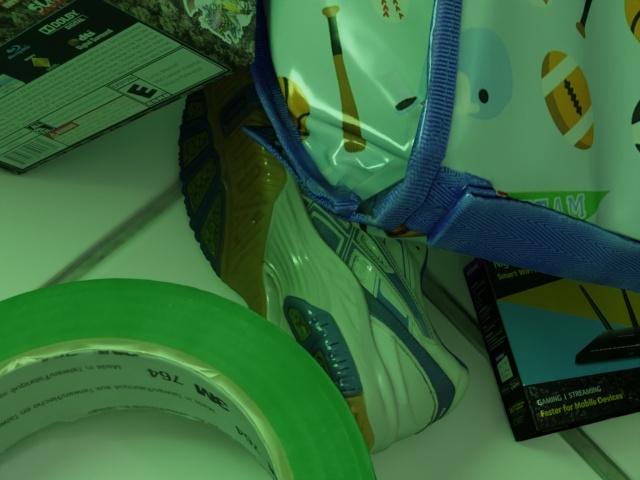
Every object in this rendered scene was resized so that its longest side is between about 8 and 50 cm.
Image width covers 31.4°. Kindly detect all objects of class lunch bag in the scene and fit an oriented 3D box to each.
[{"bbox_3d":[0.123,-0.138,0.716,0.327,0.239,0.385,11,51,-33],"label":"lunch bag"}]

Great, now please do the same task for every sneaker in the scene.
[{"bbox_3d":[0.000,0.000,0.775,0.131,0.112,0.296,-9,73,-37],"label":"sneaker"}]

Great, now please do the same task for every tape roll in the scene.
[{"bbox_3d":[-0.124,0.173,0.606,0.321,0.077,0.321,-4,54,5],"label":"tape roll"}]

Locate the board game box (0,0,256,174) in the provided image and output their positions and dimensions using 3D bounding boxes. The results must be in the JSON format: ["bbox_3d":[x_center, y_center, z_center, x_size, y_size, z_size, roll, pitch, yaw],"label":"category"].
[{"bbox_3d":[-0.215,-0.175,0.633,0.291,0.232,0.141,23,59,-44],"label":"board game box"}]

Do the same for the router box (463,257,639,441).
[{"bbox_3d":[0.206,0.061,0.825,0.179,0.046,0.133,-10,72,-19],"label":"router box"}]
